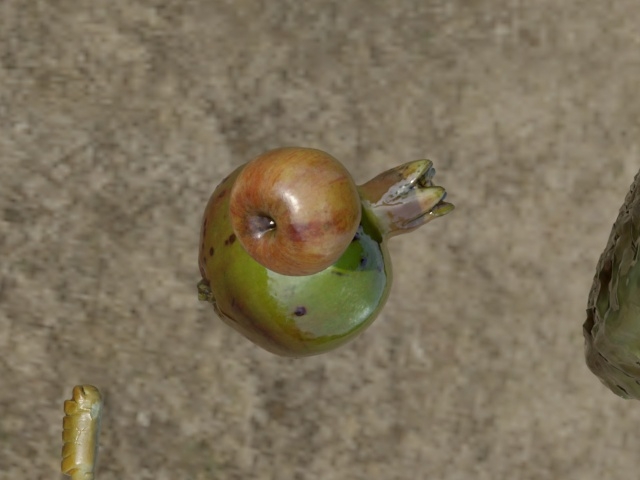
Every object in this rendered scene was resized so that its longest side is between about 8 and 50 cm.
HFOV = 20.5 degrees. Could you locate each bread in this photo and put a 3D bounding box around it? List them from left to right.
[{"bbox_3d":[-0.207,0.168,1.531,0.034,0.049,0.088,5,80,-9],"label":"bread"}]

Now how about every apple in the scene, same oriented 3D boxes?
[{"bbox_3d":[-0.014,-0.020,1.083,0.071,0.084,0.084,-37,120,-41],"label":"apple"}]

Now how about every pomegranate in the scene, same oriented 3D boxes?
[{"bbox_3d":[0.000,0.000,1.344,0.205,0.159,0.159,-27,123,5],"label":"pomegranate"}]

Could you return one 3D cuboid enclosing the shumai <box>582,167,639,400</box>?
[{"bbox_3d":[0.373,-0.021,1.101,0.395,0.348,0.395,21,90,-81],"label":"shumai"}]
